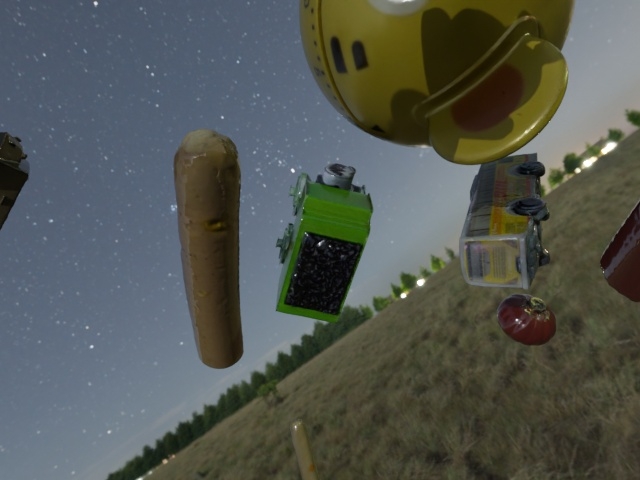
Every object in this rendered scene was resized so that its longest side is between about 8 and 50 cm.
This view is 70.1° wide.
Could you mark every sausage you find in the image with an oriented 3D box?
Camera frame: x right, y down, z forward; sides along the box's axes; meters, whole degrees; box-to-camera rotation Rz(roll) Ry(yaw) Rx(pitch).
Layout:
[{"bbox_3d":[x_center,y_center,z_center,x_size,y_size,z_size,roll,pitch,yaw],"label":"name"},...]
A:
[{"bbox_3d":[-0.112,0.026,0.472,0.066,0.066,0.301,-27,-40,-36],"label":"sausage"},{"bbox_3d":[-0.016,0.301,0.600,0.024,0.132,0.024,-15,-4,-1],"label":"sausage"}]

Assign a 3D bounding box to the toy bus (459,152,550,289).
[{"bbox_3d":[0.261,-0.037,0.637,0.106,0.092,0.268,-1,31,27],"label":"toy bus"}]

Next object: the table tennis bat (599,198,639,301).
[{"bbox_3d":[0.212,-0.072,0.200,0.051,0.267,0.414,-11,-32,8],"label":"table tennis bat"}]

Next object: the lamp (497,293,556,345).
[{"bbox_3d":[0.368,0.141,0.813,0.101,0.101,0.090,-26,-36,-37],"label":"lamp"}]

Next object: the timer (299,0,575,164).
[{"bbox_3d":[0.162,-0.283,0.557,0.377,0.387,0.375,-12,-66,-29],"label":"timer"}]

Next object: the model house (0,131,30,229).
[{"bbox_3d":[-0.425,-0.125,0.517,0.181,0.176,0.248,27,-34,-38],"label":"model house"}]

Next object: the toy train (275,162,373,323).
[{"bbox_3d":[0.000,0.000,0.962,0.248,0.174,0.307,-90,15,-61],"label":"toy train"}]
